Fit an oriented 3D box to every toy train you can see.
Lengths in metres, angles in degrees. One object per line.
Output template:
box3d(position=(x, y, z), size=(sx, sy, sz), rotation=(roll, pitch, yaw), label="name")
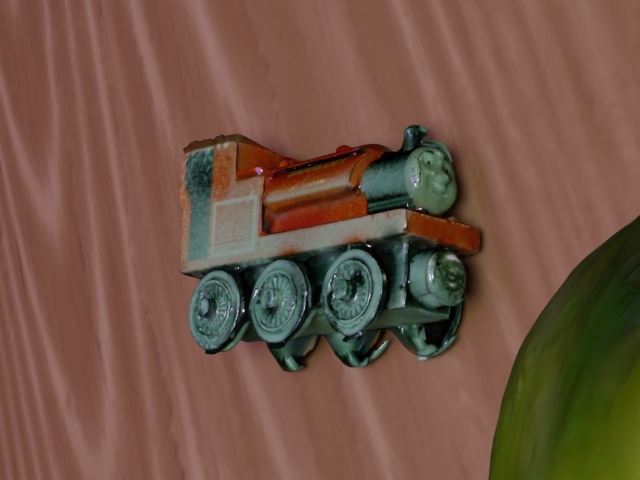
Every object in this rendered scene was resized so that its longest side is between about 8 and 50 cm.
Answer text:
box3d(position=(0.000, 0.000, 0.734), size=(0.176, 0.074, 0.118), rotation=(-12, 71, 46), label="toy train")

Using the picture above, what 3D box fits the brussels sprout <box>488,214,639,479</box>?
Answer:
box3d(position=(0.189, 0.073, 0.355), size=(0.344, 0.344, 0.268), rotation=(-32, 105, 38), label="brussels sprout")
